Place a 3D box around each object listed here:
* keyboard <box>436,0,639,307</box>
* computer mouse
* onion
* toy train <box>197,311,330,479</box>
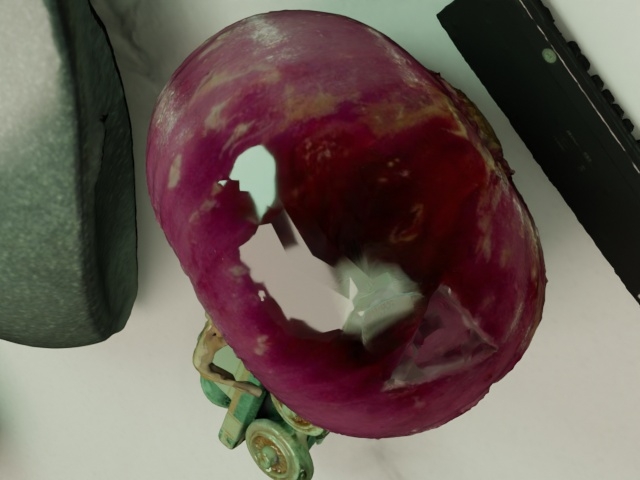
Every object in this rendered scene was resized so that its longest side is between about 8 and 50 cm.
[{"bbox_3d":[0.130,-0.044,0.682,0.195,0.018,0.060,54,144,-9],"label":"keyboard"},{"bbox_3d":[-0.200,-0.042,0.810,0.203,0.114,0.374,26,148,20],"label":"computer mouse"},{"bbox_3d":[0.013,-0.006,0.654,0.201,0.201,0.207,-2,101,38],"label":"onion"},{"bbox_3d":[-0.020,0.060,0.836,0.125,0.081,0.194,42,139,17],"label":"toy train"}]
